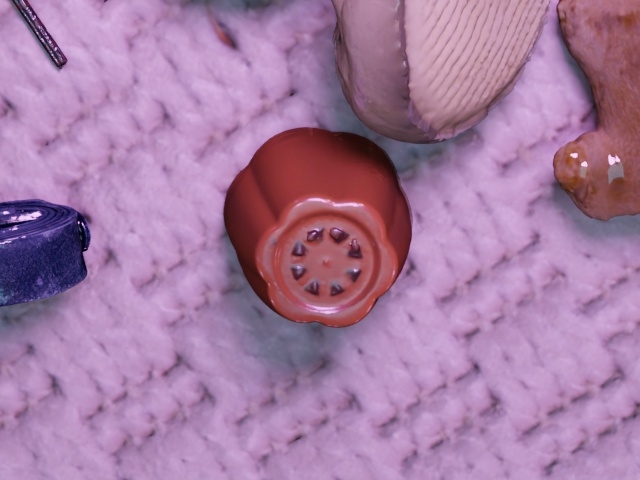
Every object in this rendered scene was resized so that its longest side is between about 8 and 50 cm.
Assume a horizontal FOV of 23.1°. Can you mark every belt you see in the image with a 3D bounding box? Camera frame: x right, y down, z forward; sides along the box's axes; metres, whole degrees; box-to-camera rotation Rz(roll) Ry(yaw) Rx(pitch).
[{"bbox_3d":[-0.315,0.010,1.492,0.190,0.141,0.082,-7,108,-3],"label":"belt"}]

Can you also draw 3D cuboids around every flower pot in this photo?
[{"bbox_3d":[0.000,0.000,1.495,0.191,0.173,0.190,-1,107,-2],"label":"flower pot"}]

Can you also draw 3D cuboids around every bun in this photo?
[{"bbox_3d":[0.099,-0.236,1.422,0.146,0.287,0.287,23,107,33],"label":"bun"}]

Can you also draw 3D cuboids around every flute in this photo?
[{"bbox_3d":[-0.318,-0.276,1.478,0.014,0.014,0.269,-32,105,6],"label":"flute"}]

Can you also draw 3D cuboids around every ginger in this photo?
[{"bbox_3d":[0.313,-0.130,1.502,0.221,0.130,0.275,-33,100,15],"label":"ginger"}]
